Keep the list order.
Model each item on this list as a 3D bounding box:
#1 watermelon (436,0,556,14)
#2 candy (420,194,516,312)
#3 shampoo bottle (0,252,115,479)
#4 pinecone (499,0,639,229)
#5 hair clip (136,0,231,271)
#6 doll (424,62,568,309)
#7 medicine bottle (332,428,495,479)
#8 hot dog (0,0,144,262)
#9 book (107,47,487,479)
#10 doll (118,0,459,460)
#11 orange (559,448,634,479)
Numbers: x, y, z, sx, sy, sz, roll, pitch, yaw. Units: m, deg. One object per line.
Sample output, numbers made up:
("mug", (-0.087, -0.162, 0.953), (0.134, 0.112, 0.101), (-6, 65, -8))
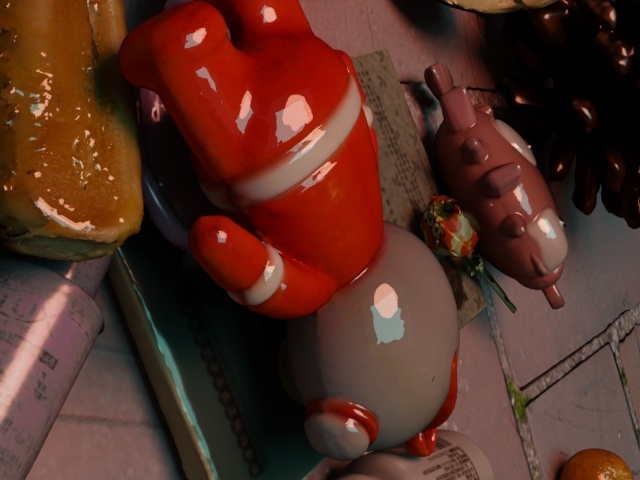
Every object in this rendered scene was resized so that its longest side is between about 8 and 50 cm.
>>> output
("watermelon", (0.106, -0.320, 0.742), (0.128, 0.159, 0.303), (-44, 98, -17))
("candy", (0.141, 0.022, 0.680), (0.184, 0.049, 0.056), (45, 28, -43))
("shampoo bottle", (-0.149, 0.073, 0.331), (0.072, 0.072, 0.214), (45, 46, -32))
("pinecone", (0.388, -0.195, 0.880), (0.397, 0.397, 0.398), (22, 61, -45))
("hair clip", (-0.068, -0.151, 0.479), (0.095, 0.110, 0.359), (-5, 73, -7))
("doll", (0.165, -0.054, 0.726), (0.262, 0.093, 0.211), (68, 14, 19))
("medicine bottle", (0.059, 0.185, 0.535), (0.140, 0.079, 0.079), (0, 77, -50))
("hot dog", (-0.140, -0.119, 0.380), (0.083, 0.068, 0.289), (23, 46, -49))
("book", (0.000, 0.000, 0.568), (0.379, 0.031, 0.264), (-29, 98, -52))
("doll", (0.007, 0.009, 0.444), (0.337, 0.105, 0.200), (62, 35, -29))
("orange", (0.293, 0.262, 0.804), (0.083, 0.070, 0.083), (13, 66, -31))
